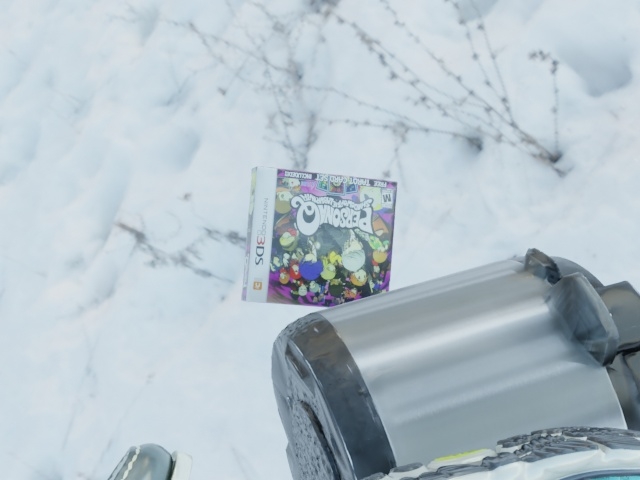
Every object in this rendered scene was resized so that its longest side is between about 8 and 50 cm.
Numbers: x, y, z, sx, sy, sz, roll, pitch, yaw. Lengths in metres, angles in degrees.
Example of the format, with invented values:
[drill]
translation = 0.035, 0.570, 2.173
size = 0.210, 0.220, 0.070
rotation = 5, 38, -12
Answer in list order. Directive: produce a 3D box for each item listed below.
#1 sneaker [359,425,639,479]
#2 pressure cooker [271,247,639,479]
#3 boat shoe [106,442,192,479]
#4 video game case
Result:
[sneaker]
translation = 0.140, 0.189, 0.680
size = 0.276, 0.107, 0.109
rotation = -13, 88, -6
[pressure cooker]
translation = 0.189, 0.205, 1.130
size = 0.370, 0.421, 0.375
rotation = -169, 65, -73
[boat shoe]
translation = -0.182, 0.222, 0.521
size = 0.319, 0.099, 0.116
rotation = -55, 3, -27
[video game case]
translation = 0.000, 0.000, 1.587
size = 0.042, 0.232, 0.210
rotation = 173, 102, -75
